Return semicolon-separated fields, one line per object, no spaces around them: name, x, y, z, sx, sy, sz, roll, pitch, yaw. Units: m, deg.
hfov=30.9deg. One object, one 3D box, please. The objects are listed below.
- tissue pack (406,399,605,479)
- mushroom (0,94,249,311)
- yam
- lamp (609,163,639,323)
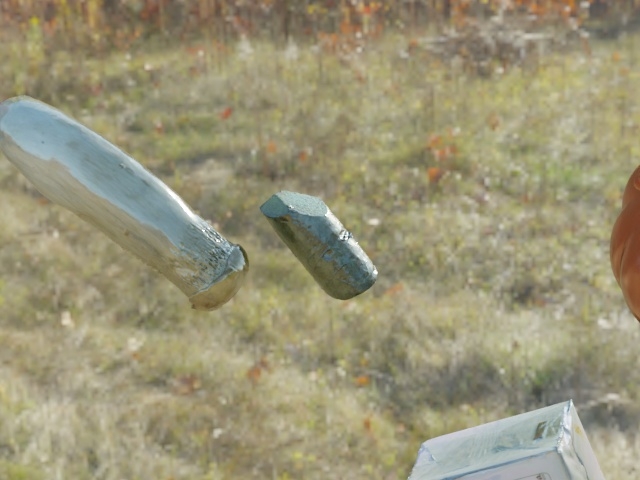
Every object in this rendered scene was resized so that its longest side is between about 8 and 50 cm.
tissue pack;0.223;0.314;1.255;0.185;0.225;0.124;-20;12;26
mushroom;-0.226;-0.046;1.282;0.351;0.095;0.123;38;-5;9
yam;0.000;0.000;1.302;0.069;0.146;0.070;-38;6;5
lamp;0.277;-0.009;0.767;0.163;0.188;0.187;27;8;-14
